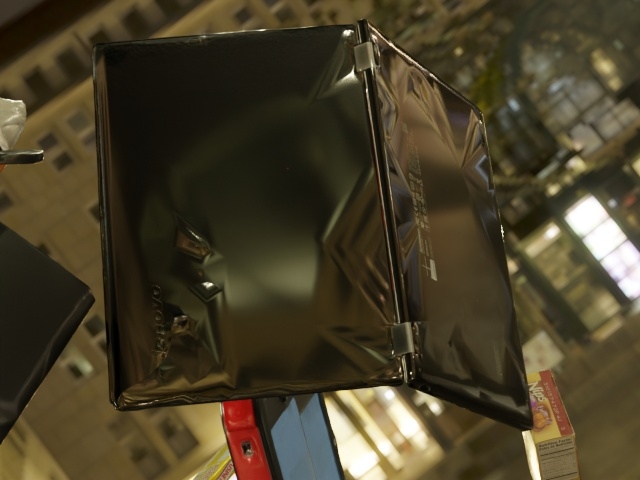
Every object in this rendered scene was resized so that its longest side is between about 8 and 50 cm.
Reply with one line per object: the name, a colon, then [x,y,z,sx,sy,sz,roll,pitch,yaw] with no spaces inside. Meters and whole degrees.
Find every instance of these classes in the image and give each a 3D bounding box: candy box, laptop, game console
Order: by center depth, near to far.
laptop: [-0.370,0.075,1.264,0.264,0.136,0.234,-4,36,26]
laptop: [0.000,0.000,1.510,0.236,0.381,0.408,-19,-26,28]
candy box: [0.282,0.260,1.835,0.053,0.109,0.186,-13,-48,1]
game console: [-0.022,0.318,1.984,0.060,0.386,0.342,-12,8,17]
candy box: [-0.129,0.310,2.136,0.206,0.027,0.105,-46,9,-29]

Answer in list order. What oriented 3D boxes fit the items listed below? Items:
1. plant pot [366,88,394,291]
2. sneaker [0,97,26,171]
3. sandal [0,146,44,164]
plant pot: [0.068,-0.098,2.359,0.267,0.267,0.235,3,48,46]
sneaker: [-0.495,-0.176,1.887,0.099,0.262,0.121,-62,2,45]
sandal: [-0.387,-0.102,1.653,0.179,0.040,0.067,-1,11,21]
